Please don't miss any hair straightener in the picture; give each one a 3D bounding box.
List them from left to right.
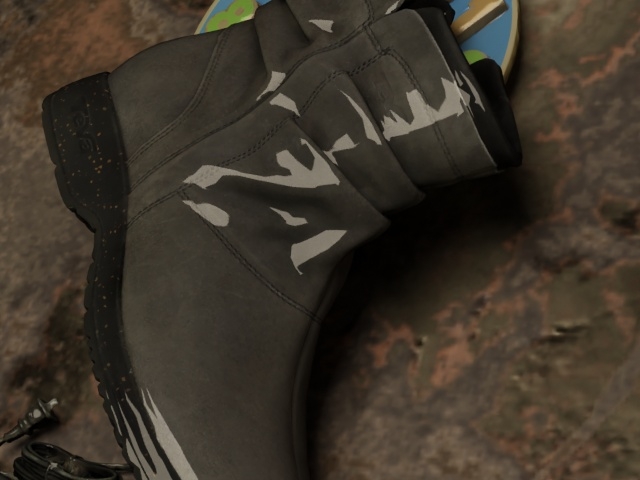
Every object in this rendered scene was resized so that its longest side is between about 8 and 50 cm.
[{"bbox_3d":[-0.159,0.116,1.005,0.230,0.047,0.089,17,67,33],"label":"hair straightener"}]

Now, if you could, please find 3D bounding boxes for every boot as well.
[{"bbox_3d":[0.000,0.000,0.948,0.223,0.118,0.338,-26,59,10],"label":"boot"}]

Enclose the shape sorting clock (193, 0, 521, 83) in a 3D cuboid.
[{"bbox_3d":[0.012,-0.104,1.084,0.206,0.040,0.206,-12,53,17],"label":"shape sorting clock"}]
